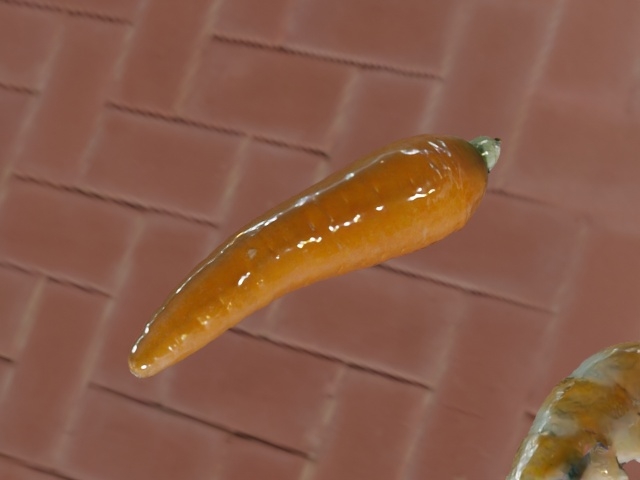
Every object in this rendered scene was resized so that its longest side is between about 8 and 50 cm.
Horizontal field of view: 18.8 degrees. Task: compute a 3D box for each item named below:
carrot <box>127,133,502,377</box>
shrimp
[{"bbox_3d":[0.000,0.000,0.576,0.142,0.035,0.035,-27,53,-27],"label":"carrot"},{"bbox_3d":[0.264,0.166,1.462,0.287,0.068,0.185,1,86,-15],"label":"shrimp"}]
